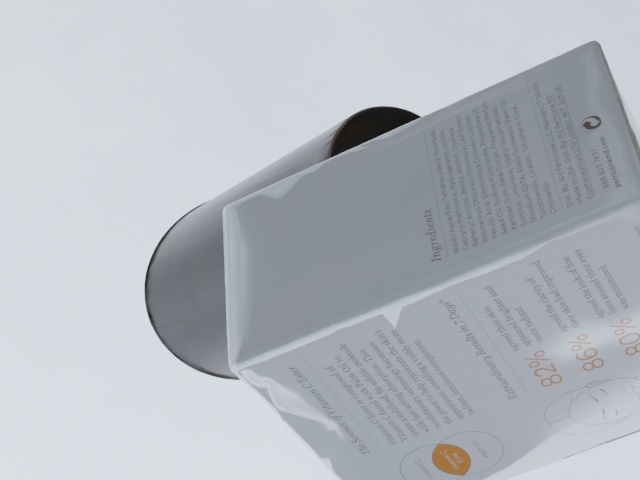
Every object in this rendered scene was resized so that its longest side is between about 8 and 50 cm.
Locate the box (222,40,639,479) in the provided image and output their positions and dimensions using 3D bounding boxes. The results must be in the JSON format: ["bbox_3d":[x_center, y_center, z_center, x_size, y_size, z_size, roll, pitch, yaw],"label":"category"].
[{"bbox_3d":[0.065,0.023,0.572,0.130,0.170,0.091,53,-158,-41],"label":"box"}]

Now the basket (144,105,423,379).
[{"bbox_3d":[0.000,0.000,1.074,0.204,0.227,0.154,-25,-94,-36],"label":"basket"}]
